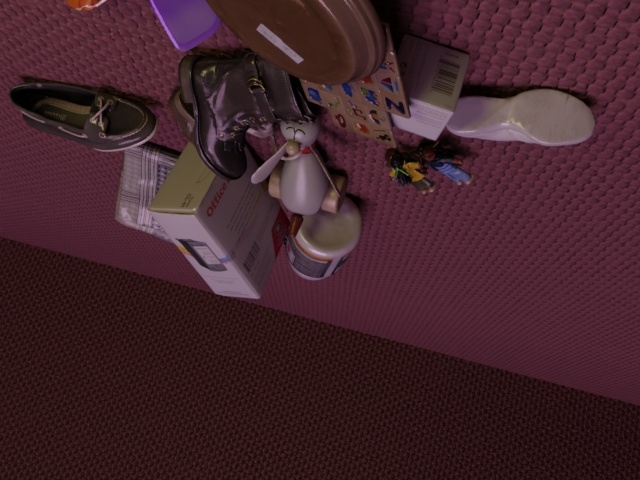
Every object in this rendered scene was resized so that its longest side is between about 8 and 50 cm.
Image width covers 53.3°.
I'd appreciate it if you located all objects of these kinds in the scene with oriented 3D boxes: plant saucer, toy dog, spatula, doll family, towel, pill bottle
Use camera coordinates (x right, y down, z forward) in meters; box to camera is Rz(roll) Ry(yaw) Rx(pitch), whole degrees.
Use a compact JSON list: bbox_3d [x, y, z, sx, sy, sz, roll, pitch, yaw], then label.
[{"bbox_3d":[-0.048,-0.279,0.767,0.278,0.041,0.278,31,169,7],"label":"plant saucer"},{"bbox_3d":[-0.048,-0.117,1.250,0.220,0.160,0.333,5,159,27],"label":"toy dog"},{"bbox_3d":[-0.218,-0.375,0.822,0.084,0.030,0.296,-30,145,0],"label":"spatula"},{"bbox_3d":[0.186,-0.136,1.155,0.111,0.076,0.193,33,150,-31],"label":"doll family"},{"bbox_3d":[-0.355,-0.089,1.589,0.312,0.056,0.324,19,140,-8],"label":"towel"},{"bbox_3d":[0.000,0.000,1.539,0.162,0.162,0.278,17,161,-3],"label":"pill bottle"}]

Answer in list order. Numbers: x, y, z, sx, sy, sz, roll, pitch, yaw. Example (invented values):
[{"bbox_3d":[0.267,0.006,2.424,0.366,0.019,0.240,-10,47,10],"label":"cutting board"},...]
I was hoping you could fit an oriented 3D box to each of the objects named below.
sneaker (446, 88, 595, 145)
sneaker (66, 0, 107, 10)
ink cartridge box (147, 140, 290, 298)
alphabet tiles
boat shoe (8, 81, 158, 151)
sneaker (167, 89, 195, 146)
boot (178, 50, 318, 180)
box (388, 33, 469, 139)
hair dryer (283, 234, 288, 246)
[{"bbox_3d":[0.298,-0.179,0.960,0.212,0.080,0.094,8,178,18],"label":"sneaker"},{"bbox_3d":[-0.310,-0.378,0.906,0.175,0.064,0.067,-8,135,37],"label":"sneaker"},{"bbox_3d":[-0.203,-0.049,1.381,0.131,0.226,0.306,3,143,28],"label":"ink cartridge box"},{"bbox_3d":[0.036,-0.223,0.879,0.198,0.009,0.237,27,160,32],"label":"alphabet tiles"},{"bbox_3d":[-0.489,-0.256,1.292,0.335,0.112,0.095,12,166,23],"label":"boat shoe"},{"bbox_3d":[-0.223,-0.205,1.229,0.071,0.066,0.188,-6,121,52],"label":"sneaker"},{"bbox_3d":[-0.107,-0.207,1.066,0.229,0.091,0.262,6,133,28],"label":"boot"},{"bbox_3d":[0.143,-0.217,0.908,0.102,0.101,0.087,18,161,0],"label":"box"},{"bbox_3d":[-0.206,-0.029,1.752,0.224,0.080,0.293,7,157,30],"label":"hair dryer"}]
